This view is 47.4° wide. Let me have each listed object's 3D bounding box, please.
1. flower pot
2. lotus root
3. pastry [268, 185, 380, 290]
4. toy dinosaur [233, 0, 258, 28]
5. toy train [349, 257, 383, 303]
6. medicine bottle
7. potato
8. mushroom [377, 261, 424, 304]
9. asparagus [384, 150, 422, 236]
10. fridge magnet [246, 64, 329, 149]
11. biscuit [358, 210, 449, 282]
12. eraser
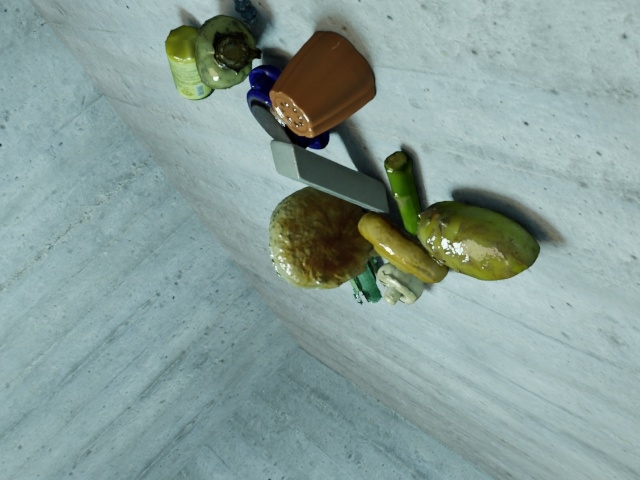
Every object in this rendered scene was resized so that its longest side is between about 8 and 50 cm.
[{"bbox_3d":[-0.006,-0.319,1.536,0.191,0.173,0.190,40,161,17],"label":"flower pot"},{"bbox_3d":[-0.229,-0.445,1.754,0.173,0.173,0.309,49,-179,-13],"label":"lotus root"},{"bbox_3d":[0.000,0.000,2.075,0.329,0.330,0.136,49,167,-14],"label":"pastry"},{"bbox_3d":[-0.174,-0.529,1.677,0.083,0.030,0.047,52,161,-22],"label":"toy dinosaur"},{"bbox_3d":[0.128,0.072,2.323,0.307,0.127,0.189,61,-171,-46],"label":"toy train"},{"bbox_3d":[-0.370,-0.506,2.066,0.124,0.124,0.239,41,163,13],"label":"medicine bottle"},{"bbox_3d":[0.331,0.004,1.560,0.298,0.141,0.176,26,164,50],"label":"potato"},{"bbox_3d":[0.232,0.133,2.160,0.154,0.122,0.154,34,164,11],"label":"mushroom"},{"bbox_3d":[0.206,-0.107,1.733,0.060,0.067,0.277,4,151,22],"label":"asparagus"},{"bbox_3d":[-0.085,-0.323,1.822,0.265,0.112,0.265,41,166,12],"label":"fridge magnet"},{"bbox_3d":[0.204,0.018,1.925,0.274,0.091,0.213,41,-175,25],"label":"biscuit"},{"bbox_3d":[0.027,-0.155,1.821,0.353,0.077,0.111,19,-177,-36],"label":"eraser"}]
